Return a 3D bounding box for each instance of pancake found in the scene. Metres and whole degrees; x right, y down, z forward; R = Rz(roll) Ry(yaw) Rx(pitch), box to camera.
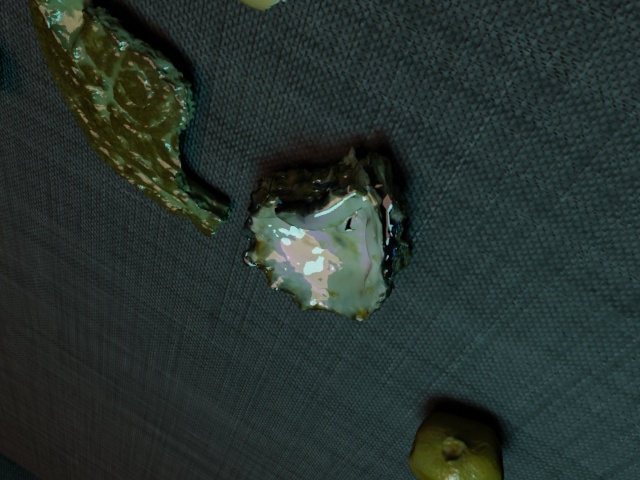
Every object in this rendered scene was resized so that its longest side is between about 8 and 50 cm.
[{"bbox_3d":[-0.213,-0.163,0.739,0.197,0.054,0.377,-1,129,36],"label":"pancake"}]

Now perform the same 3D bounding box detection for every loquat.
[{"bbox_3d":[0.184,0.296,0.850,0.137,0.113,0.137,14,146,9],"label":"loquat"}]

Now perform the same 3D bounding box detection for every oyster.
[{"bbox_3d":[0.004,-0.005,0.715,0.198,0.092,0.260,33,147,3],"label":"oyster"}]

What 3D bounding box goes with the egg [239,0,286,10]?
[{"bbox_3d":[-0.056,-0.245,0.533,0.096,0.080,0.080,45,138,-16],"label":"egg"}]
